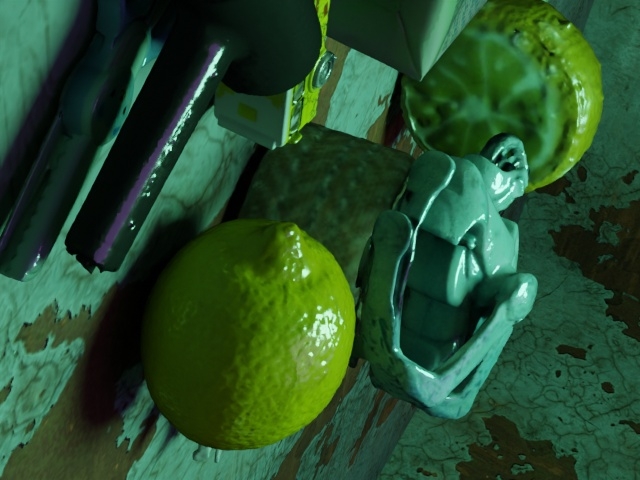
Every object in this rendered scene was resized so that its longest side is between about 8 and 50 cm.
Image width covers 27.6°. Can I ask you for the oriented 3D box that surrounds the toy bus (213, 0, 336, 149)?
[{"bbox_3d":[-0.031,-0.177,0.994,0.074,0.081,0.226,-53,162,-39],"label":"toy bus"}]

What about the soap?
[{"bbox_3d":[0.091,-0.279,1.159,0.199,0.138,0.182,-53,161,-42],"label":"soap"}]

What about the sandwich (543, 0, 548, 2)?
[{"bbox_3d":[0.231,-0.279,1.818,0.273,0.095,0.249,-43,158,-61],"label":"sandwich"}]

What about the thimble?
[{"bbox_3d":[0.002,-0.006,1.307,0.229,0.148,0.196,85,30,-68],"label":"thimble"}]

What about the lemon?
[{"bbox_3d":[-0.063,0.082,1.124,0.187,0.186,0.244,-45,163,-56],"label":"lemon"}]

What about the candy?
[{"bbox_3d":[0.224,-0.180,1.618,0.118,0.259,0.260,-42,154,-49],"label":"candy"}]

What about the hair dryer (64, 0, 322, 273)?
[{"bbox_3d":[-0.091,-0.093,0.826,0.251,0.089,0.197,-60,168,-7],"label":"hair dryer"}]

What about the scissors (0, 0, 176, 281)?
[{"bbox_3d":[-0.141,-0.092,0.826,0.125,0.030,0.256,60,52,-74],"label":"scissors"}]

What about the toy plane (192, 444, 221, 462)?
[{"bbox_3d":[-0.100,0.150,1.326,0.174,0.080,0.174,12,90,-90],"label":"toy plane"}]

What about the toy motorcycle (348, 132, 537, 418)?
[{"bbox_3d":[0.114,0.031,1.209,0.206,0.154,0.260,-12,118,-48],"label":"toy motorcycle"}]
